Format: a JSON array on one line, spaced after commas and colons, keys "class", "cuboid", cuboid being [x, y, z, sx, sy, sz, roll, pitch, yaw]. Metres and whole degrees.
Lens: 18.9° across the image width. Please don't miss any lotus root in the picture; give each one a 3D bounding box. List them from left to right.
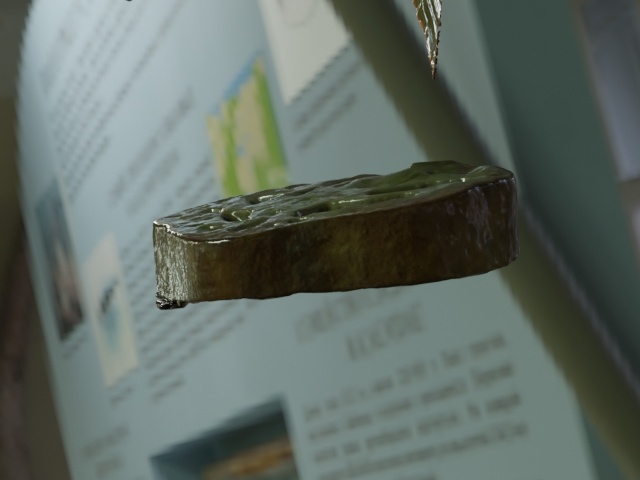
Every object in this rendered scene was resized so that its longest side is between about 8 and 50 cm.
[{"class": "lotus root", "cuboid": [0.000, 0.000, 1.931, 0.391, 0.111, 0.375, -4, 10, 31]}]

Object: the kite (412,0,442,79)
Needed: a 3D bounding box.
[{"class": "kite", "cuboid": [0.102, -0.337, 1.766, 0.013, 0.377, 0.327, 2, -16, -6]}]
